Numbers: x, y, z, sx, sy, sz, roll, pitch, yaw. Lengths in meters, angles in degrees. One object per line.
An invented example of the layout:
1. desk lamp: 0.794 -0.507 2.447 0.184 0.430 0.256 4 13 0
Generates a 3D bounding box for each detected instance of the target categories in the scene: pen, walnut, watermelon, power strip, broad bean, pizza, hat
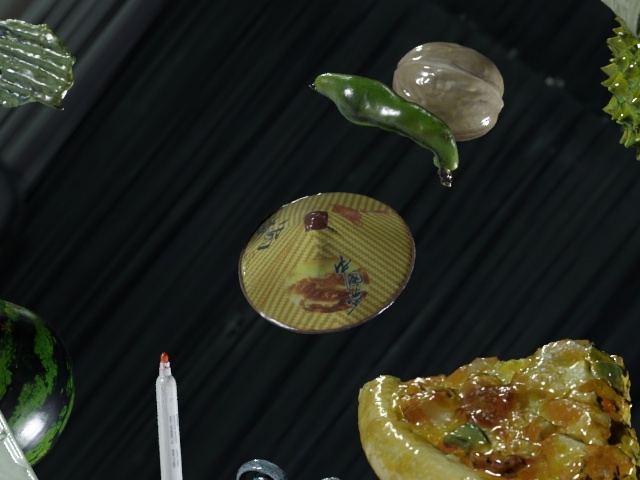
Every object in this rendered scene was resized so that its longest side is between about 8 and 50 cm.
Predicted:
1. pen: -0.175 0.237 1.918 0.026 0.218 0.026 -3 7 0
2. walnut: 0.186 -0.216 2.404 0.162 0.140 0.140 14 -3 19
3. watermelon: -0.451 0.196 2.168 0.269 0.269 0.269 39 6 -5
4. power strip: -0.396 0.220 1.890 0.048 0.080 0.286 54 -14 45
5. broad bean: 0.077 -0.136 1.815 0.195 0.061 0.046 37 27 11
6. pizza: 0.139 0.125 1.124 0.292 0.197 0.058 26 -40 55
7. hat: 0.000 0.000 1.753 0.193 0.193 0.082 43 -18 35

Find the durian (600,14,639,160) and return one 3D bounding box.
1. durian: 0.375 -0.161 1.472 0.291 0.291 0.224 40 -19 7

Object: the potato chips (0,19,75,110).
1. potato chips: -0.335 -0.184 1.681 0.207 0.092 0.028 13 -11 25

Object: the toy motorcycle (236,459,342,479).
1. toy motorcycle: -0.021 0.426 2.298 0.296 0.198 0.109 46 40 -5

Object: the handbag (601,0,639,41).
1. handbag: 0.311 -0.222 1.204 0.109 0.253 0.316 -6 44 -24
